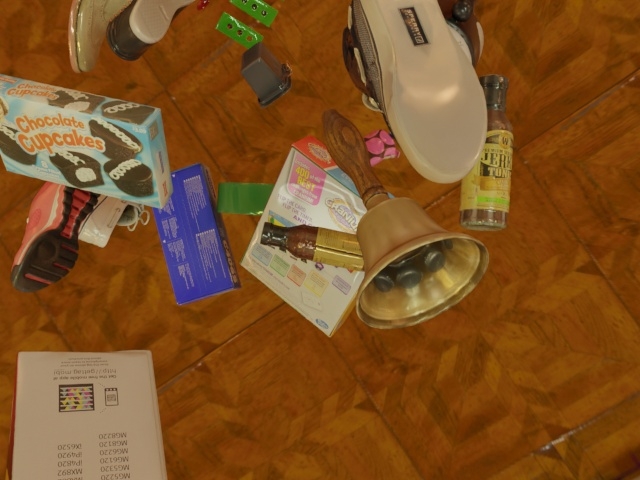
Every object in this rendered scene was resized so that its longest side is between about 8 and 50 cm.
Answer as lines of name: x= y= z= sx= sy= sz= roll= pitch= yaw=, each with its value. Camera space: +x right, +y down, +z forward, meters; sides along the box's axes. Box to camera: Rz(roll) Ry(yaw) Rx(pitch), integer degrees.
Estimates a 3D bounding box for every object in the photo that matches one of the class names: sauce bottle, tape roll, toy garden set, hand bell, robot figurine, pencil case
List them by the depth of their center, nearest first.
hand bell: x=0.049 y=-0.046 z=0.640 sx=0.126 sy=0.126 sz=0.242 roll=-33 pitch=52 yaw=11
sauce bottle: x=-0.003 y=0.004 z=0.730 sx=0.128 sy=0.042 sz=0.042 roll=14 pitch=96 yaw=-3
robot figurine: x=0.205 y=-0.349 z=1.205 sx=0.174 sy=0.278 sz=0.209 roll=3 pitch=124 yaw=20
sauce bottle: x=0.374 y=-0.197 z=1.462 sx=0.112 sy=0.111 sz=0.344 roll=3 pitch=85 yaw=11
toy garden set: x=-0.181 y=-0.597 z=1.501 sx=0.204 sy=0.049 sz=0.244 roll=27 pitch=102 yaw=-23
tape roll: x=-0.096 y=-0.098 z=1.631 sx=0.321 sy=0.321 sz=0.077 roll=3 pitch=92 yaw=11
pencil case: x=0.102 y=-0.211 z=1.703 sx=0.209 sy=0.095 sz=0.098 roll=-32 pitch=70 yaw=-18

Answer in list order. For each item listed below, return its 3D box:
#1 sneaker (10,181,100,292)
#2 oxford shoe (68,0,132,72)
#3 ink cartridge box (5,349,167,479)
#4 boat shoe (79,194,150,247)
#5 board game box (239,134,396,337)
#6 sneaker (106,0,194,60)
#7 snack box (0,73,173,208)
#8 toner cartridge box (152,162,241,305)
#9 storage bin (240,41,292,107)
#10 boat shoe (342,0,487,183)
sneaker: x=-0.611 y=-0.028 z=1.475 sx=0.136 sy=0.116 sz=0.313 roll=8 pitch=67 yaw=36
oxford shoe: x=-0.557 y=-0.622 z=1.711 sx=0.147 sy=0.140 sz=0.396 roll=17 pitch=102 yaw=-9
ink cartridge box: x=-0.237 y=0.307 z=0.624 sx=0.130 sy=0.271 sz=0.309 roll=4 pitch=130 yaw=-25
boat shoe: x=-0.560 y=-0.087 z=1.844 sx=0.156 sy=0.367 sz=0.135 roll=32 pitch=115 yaw=-10
board game box: x=0.000 y=0.000 z=1.222 sx=0.242 sy=0.064 sz=0.316 roll=38 pitch=130 yaw=12
sneaker: x=-0.356 y=-0.493 z=1.374 sx=0.147 sy=0.295 sz=0.104 roll=-17 pitch=131 yaw=39
snack box: x=-0.428 y=-0.174 z=1.152 sx=0.322 sy=0.060 sz=0.187 roll=14 pitch=137 yaw=10
toner cartridge box: x=-0.339 y=-0.016 z=1.739 sx=0.165 sy=0.075 sz=0.347 roll=-17 pitch=83 yaw=8
storage bin: x=-0.119 y=-0.367 z=1.404 sx=0.098 sy=0.135 sz=0.091 roll=-31 pitch=124 yaw=17
boat shoe: x=0.115 y=-0.207 z=0.873 sx=0.127 sy=0.158 sz=0.340 roll=-6 pitch=69 yaw=-12
